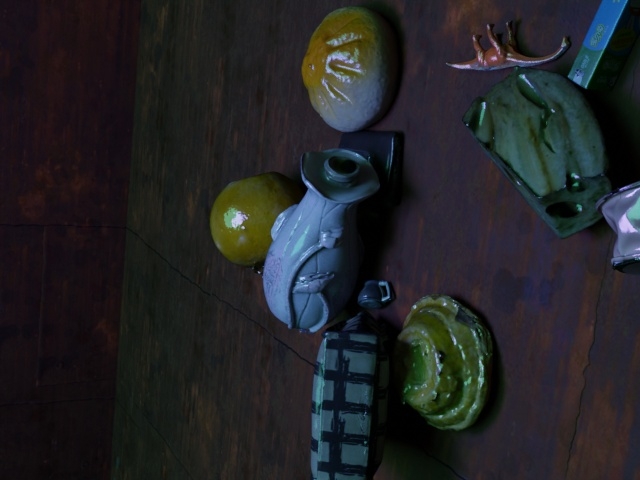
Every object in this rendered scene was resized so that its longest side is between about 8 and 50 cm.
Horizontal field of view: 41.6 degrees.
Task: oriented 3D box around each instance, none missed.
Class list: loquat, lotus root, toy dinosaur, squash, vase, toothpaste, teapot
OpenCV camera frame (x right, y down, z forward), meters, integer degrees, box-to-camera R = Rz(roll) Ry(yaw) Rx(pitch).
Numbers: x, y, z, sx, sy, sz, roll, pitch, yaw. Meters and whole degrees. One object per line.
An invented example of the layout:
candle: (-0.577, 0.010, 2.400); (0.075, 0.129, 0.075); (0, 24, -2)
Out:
loquat: (-0.162, -0.045, 2.253); (0.274, 0.274, 0.275); (2, 92, 59)
lotus root: (0.394, -0.153, 1.453); (0.210, 0.142, 0.314); (-35, 48, 23)
toy dinosaur: (0.349, -0.363, 1.592); (0.279, 0.055, 0.102); (-9, 92, 58)
squash: (0.110, -0.070, 2.024); (0.089, 0.027, 0.027); (22, 110, 57)
vase: (0.000, 0.000, 1.977); (0.250, 0.249, 0.446); (60, 146, 39)
toothpaste: (0.487, -0.371, 1.345); (0.050, 0.065, 0.267); (49, 131, 43)
teapot: (0.130, 0.124, 1.968); (0.087, 0.066, 0.057); (-14, 60, 36)

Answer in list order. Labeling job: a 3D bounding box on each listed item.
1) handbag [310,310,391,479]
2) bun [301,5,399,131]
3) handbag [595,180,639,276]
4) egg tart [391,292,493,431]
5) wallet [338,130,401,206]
handbag: (0.074, 0.336, 1.838); (0.327, 0.162, 0.326); (-24, -62, -83)
bun: (0.046, -0.408, 1.992); (0.299, 0.164, 0.299); (-4, 86, 60)
handbag: (0.507, -0.013, 1.214); (0.205, 0.179, 0.117); (-20, 66, 57)
egg tart: (0.235, 0.251, 1.736); (0.290, 0.115, 0.291); (-1, 89, 58)
wallet: (0.112, -0.171, 1.998); (0.229, 0.049, 0.182); (11, 97, 57)
